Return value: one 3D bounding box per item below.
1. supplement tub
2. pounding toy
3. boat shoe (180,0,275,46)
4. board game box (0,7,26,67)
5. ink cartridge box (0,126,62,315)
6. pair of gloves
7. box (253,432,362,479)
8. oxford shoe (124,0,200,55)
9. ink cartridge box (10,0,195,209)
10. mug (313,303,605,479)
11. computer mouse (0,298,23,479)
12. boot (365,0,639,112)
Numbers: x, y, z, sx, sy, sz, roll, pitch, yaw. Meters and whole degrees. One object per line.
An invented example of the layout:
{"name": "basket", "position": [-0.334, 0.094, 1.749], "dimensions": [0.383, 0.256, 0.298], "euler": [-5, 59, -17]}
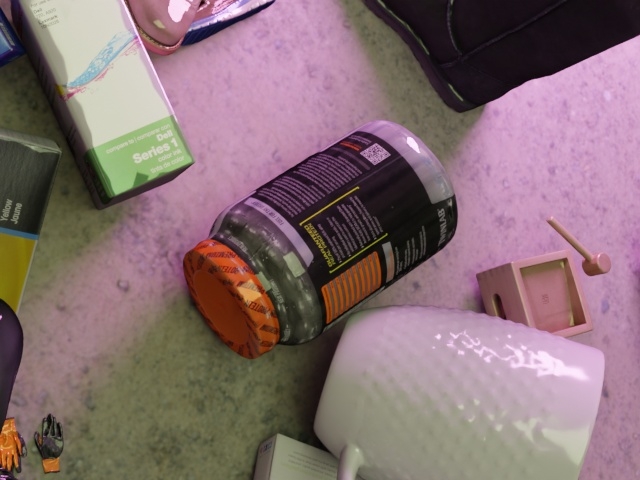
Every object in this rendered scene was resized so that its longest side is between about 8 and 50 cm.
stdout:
{"name": "supplement tub", "position": [0.000, 0.000, 1.569], "dimensions": [0.338, 0.207, 0.207], "euler": [-33, 97, -26]}
{"name": "pounding toy", "position": [0.340, 0.061, 1.789], "dimensions": [0.206, 0.094, 0.181], "euler": [-10, 82, -35]}
{"name": "boat shoe", "position": [-0.148, -0.324, 1.632], "dimensions": [0.183, 0.066, 0.066], "euler": [-31, 91, -36]}
{"name": "board game box", "position": [-0.538, -0.316, 1.380], "dimensions": [0.233, 0.078, 0.347], "euler": [-29, 96, 2]}
{"name": "ink cartridge box", "position": [-0.486, -0.003, 1.363], "dimensions": [0.307, 0.072, 0.303], "euler": [13, 100, -26]}
{"name": "pair of gloves", "position": [-0.360, 0.254, 1.470], "dimensions": [0.083, 0.010, 0.074], "euler": [-1, 82, -26]}
{"name": "box", "position": [0.007, 0.435, 1.532], "dimensions": [0.232, 0.058, 0.322], "euler": [24, 53, -20]}
{"name": "oxford shoe", "position": [-0.181, -0.401, 1.536], "dimensions": [0.123, 0.130, 0.348], "euler": [24, 56, -34]}
{"name": "ink cartridge box", "position": [-0.273, -0.190, 1.462], "dimensions": [0.117, 0.201, 0.278], "euler": [-25, 93, -14]}
{"name": "mug", "position": [0.156, 0.257, 1.526], "dimensions": [0.328, 0.276, 0.374], "euler": [18, 49, 7]}
{"name": "computer mouse", "position": [-0.413, 0.196, 1.369], "dimensions": [0.189, 0.072, 0.272], "euler": [10, 101, -20]}
{"name": "boot", "position": [0.246, -0.381, 1.607], "dimensions": [0.146, 0.445, 0.367], "euler": [-45, 102, -24]}
